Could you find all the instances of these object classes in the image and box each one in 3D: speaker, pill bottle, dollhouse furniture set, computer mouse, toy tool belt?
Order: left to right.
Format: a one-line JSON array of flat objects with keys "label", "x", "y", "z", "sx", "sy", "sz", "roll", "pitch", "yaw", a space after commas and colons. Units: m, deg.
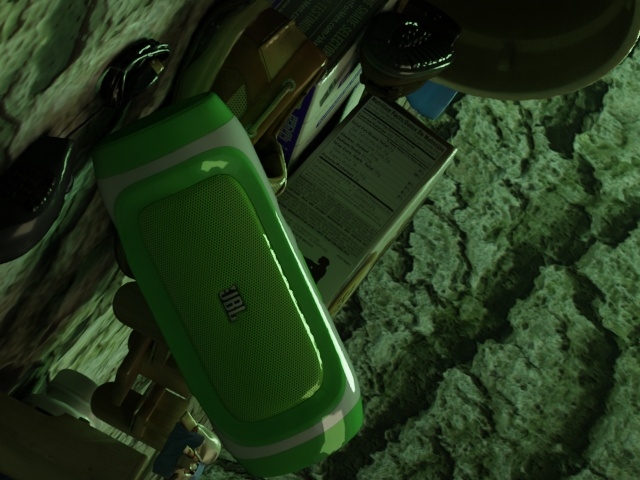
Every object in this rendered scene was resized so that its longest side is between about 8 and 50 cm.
[{"label": "pill bottle", "x": -0.279, "y": 0.211, "z": 1.275, "sx": 0.169, "sy": 0.094, "sz": 0.094, "roll": -55, "pitch": 174, "yaw": -32}, {"label": "computer mouse", "x": -0.171, "y": -0.066, "z": 0.939, "sx": 0.242, "sy": 0.041, "sz": 0.071, "roll": -55, "pitch": 173, "yaw": -33}, {"label": "dollhouse furniture set", "x": -0.196, "y": 0.112, "z": 1.183, "sx": 0.242, "sy": 0.161, "sz": 0.212, "roll": -61, "pitch": 178, "yaw": -34}, {"label": "toy tool belt", "x": -0.128, "y": 0.197, "z": 1.156, "sx": 0.083, "sy": 0.052, "sz": 0.051, "roll": -65, "pitch": 148, "yaw": -19}, {"label": "speaker", "x": -0.072, "y": 0.037, "z": 1.042, "sx": 0.131, "sy": 0.296, "sz": 0.131, "roll": -23, "pitch": -167, "yaw": 6}]

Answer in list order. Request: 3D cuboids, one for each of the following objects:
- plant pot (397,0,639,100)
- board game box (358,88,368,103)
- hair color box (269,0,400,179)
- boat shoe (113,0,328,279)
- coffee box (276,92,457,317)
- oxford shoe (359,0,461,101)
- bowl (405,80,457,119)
[{"label": "plant pot", "x": 0.213, "y": -0.377, "z": 1.413, "sx": 0.334, "sy": 0.334, "sz": 0.305, "roll": 114, "pitch": -2, "yaw": -57}, {"label": "board game box", "x": 0.052, "y": -0.177, "z": 2.012, "sx": 0.213, "sy": 0.046, "sz": 0.317, "roll": -78, "pitch": -168, "yaw": -47}, {"label": "hair color box", "x": -0.029, "y": -0.155, "z": 1.377, "sx": 0.185, "sy": 0.110, "sz": 0.339, "roll": -53, "pitch": 175, "yaw": -30}, {"label": "boat shoe", "x": -0.093, "y": -0.070, "z": 1.194, "sx": 0.122, "sy": 0.120, "sz": 0.324, "roll": -50, "pitch": 171, "yaw": -53}, {"label": "coffee box", "x": 0.000, "y": 0.000, "z": 1.358, "sx": 0.297, "sy": 0.119, "sz": 0.168, "roll": -49, "pitch": 173, "yaw": -34}, {"label": "oxford shoe", "x": 0.078, "y": -0.170, "z": 1.260, "sx": 0.096, "sy": 0.083, "sz": 0.227, "roll": -55, "pitch": 174, "yaw": 22}, {"label": "bowl", "x": 0.208, "y": -0.352, "z": 1.753, "sx": 0.391, "sy": 0.077, "sz": 0.391, "roll": -63, "pitch": -176, "yaw": 7}]
